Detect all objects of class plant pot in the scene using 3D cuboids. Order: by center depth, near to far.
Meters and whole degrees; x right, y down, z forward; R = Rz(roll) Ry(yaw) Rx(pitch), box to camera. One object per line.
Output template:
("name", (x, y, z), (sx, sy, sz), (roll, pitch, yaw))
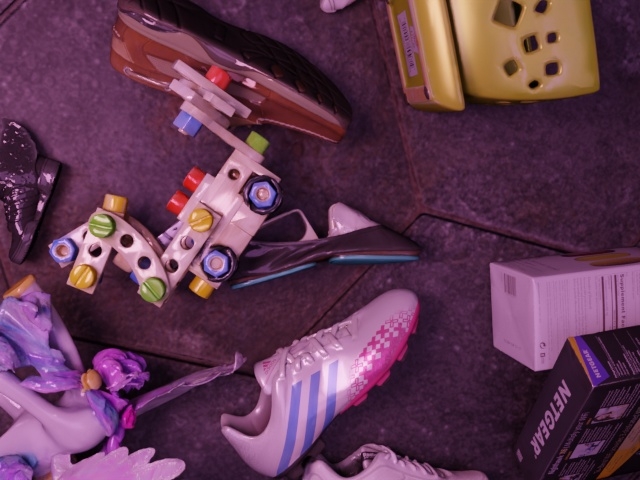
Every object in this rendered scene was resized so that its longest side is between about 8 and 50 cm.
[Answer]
("plant pot", (0.206, -0.278, 1.013), (0.207, 0.227, 0.228), (-14, 101, -3))

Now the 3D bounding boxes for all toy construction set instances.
("toy construction set", (-0.172, -0.053, 0.964), (0.215, 0.151, 0.328), (34, 105, -2))

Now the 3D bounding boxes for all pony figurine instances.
("pony figurine", (-0.300, 0.228, 0.965), (0.351, 0.303, 0.363), (-28, 108, 25))

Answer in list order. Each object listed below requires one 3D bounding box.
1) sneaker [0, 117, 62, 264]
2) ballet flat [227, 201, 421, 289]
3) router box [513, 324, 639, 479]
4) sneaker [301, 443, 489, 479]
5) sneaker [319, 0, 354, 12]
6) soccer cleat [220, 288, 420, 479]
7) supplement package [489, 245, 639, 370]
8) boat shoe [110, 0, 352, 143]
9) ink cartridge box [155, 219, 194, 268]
("sneaker", (-0.390, -0.062, 0.996), (0.089, 0.051, 0.170), (21, 88, -14))
("ballet flat", (0.000, 0.000, 1.068), (0.280, 0.095, 0.096), (-8, 87, -11))
("router box", (0.431, 0.236, 1.106), (0.243, 0.081, 0.309), (-8, 139, -11))
("sneaker", (0.111, 0.354, 1.133), (0.292, 0.110, 0.118), (-2, 89, -12))
("sneaker", (-0.024, -0.389, 1.002), (0.115, 0.090, 0.232), (-34, 113, 14))
("soccer cleat", (-0.002, 0.176, 1.074), (0.143, 0.116, 0.331), (41, 88, -14))
("supplement package", (0.388, 0.093, 1.137), (0.244, 0.139, 0.134), (-6, 99, -13))
("boat shoe", (-0.117, -0.206, 1.012), (0.324, 0.122, 0.120), (26, 121, -12))
("ink cartridge box", (-0.200, 0.009, 1.054), (0.083, 0.028, 0.048), (-37, 102, -4))
